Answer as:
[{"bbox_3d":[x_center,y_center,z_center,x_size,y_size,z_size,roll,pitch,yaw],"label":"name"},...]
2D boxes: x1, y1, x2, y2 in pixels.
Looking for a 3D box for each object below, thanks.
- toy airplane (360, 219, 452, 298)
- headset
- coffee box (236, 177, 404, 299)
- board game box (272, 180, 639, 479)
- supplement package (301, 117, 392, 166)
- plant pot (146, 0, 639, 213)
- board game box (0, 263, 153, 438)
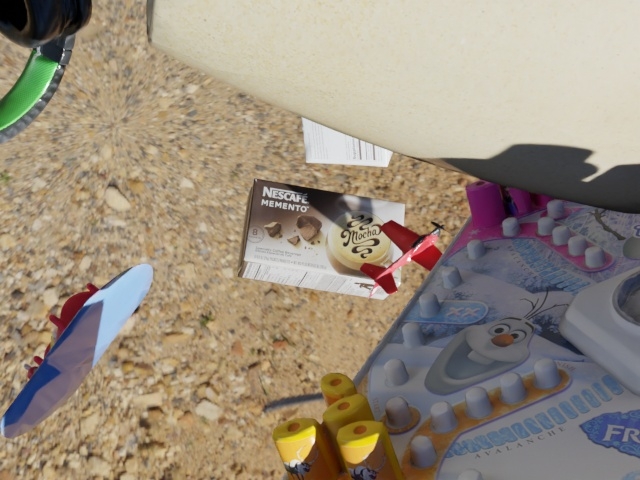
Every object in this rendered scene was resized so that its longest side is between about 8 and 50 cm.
[{"bbox_3d":[0.118,0.024,1.037,0.151,0.151,0.028,-35,143,-8],"label":"toy airplane"},{"bbox_3d":[-0.368,-0.288,0.777,0.185,0.243,0.394,31,112,19],"label":"headset"},{"bbox_3d":[0.000,0.000,1.425,0.297,0.119,0.168,10,69,-9],"label":"coffee box"},{"bbox_3d":[0.220,0.034,0.453,0.390,0.389,0.050,-46,125,-46],"label":"board game box"},{"bbox_3d":[0.056,-0.287,1.241,0.145,0.204,0.262,5,125,15],"label":"supplement package"},{"bbox_3d":[0.055,-0.150,0.379,0.273,0.256,0.257,3,97,-15],"label":"plant pot"},{"bbox_3d":[-0.201,0.077,0.589,0.033,0.133,0.169,36,91,5],"label":"board game box"}]
